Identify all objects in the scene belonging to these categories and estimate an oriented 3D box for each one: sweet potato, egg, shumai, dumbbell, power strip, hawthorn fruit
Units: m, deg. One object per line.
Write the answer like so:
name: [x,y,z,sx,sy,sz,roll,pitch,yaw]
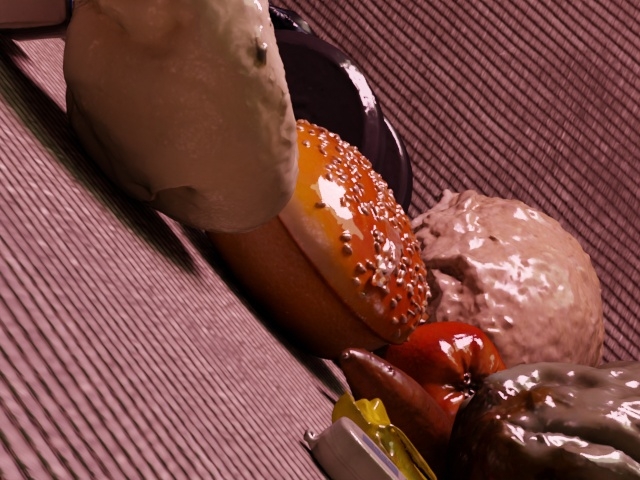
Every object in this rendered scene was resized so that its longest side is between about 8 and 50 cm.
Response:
sweet potato: [0.087,0.165,1.401,0.264,0.057,0.057,50,0,-36]
egg: [0.174,0.079,1.859,0.279,0.279,0.310,47,4,3]
shumai: [0.235,0.172,1.323,0.263,0.304,0.309,34,12,-18]
dumbbell: [-0.020,-0.083,1.787,0.204,0.204,0.322,48,2,12]
power strip: [0.062,0.176,1.026,0.191,0.030,0.047,47,3,1]
hawthorn fruit: [0.109,0.129,1.583,0.125,0.125,0.140,47,5,-12]

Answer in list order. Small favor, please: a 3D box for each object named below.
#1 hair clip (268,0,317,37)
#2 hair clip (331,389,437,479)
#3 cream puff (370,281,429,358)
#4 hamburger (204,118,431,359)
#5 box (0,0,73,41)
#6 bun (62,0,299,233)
hair clip: [-0.134,-0.219,1.977,0.194,0.206,0.310,47,2,19]
hair clip: [0.064,0.161,1.104,0.173,0.046,0.072,48,-1,-21]
cream puff: [0.043,0.065,1.626,0.094,0.122,0.116,43,-33,38]
hamburger: [-0.002,-0.002,1.455,0.237,0.147,0.237,47,6,-6]
box: [-0.233,-0.329,1.333,0.200,0.065,0.344,-133,-142,-85]
bun: [-0.107,-0.118,1.255,0.259,0.160,0.259,165,-90,-86]
